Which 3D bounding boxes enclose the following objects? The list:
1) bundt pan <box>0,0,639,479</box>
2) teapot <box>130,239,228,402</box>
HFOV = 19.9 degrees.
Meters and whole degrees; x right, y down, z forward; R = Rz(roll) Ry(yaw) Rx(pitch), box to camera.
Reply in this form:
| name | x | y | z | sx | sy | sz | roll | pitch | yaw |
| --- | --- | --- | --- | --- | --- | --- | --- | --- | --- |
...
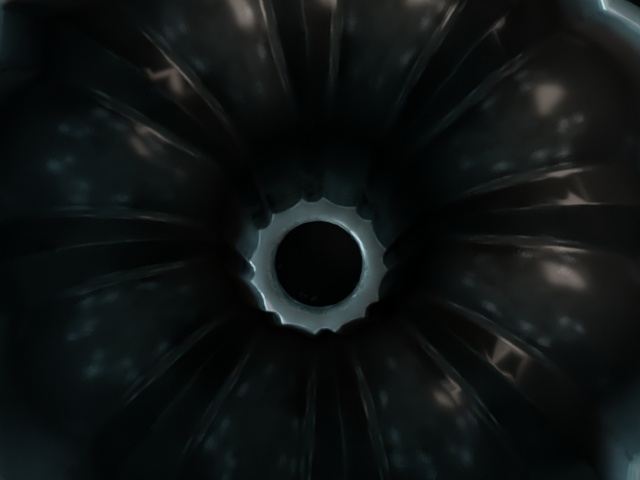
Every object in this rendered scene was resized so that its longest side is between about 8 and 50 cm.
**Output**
| name | x | y | z | sx | sy | sz | roll | pitch | yaw |
| --- | --- | --- | --- | --- | --- | --- | --- | --- | --- |
| bundt pan | 0.000 | 0.000 | 0.771 | 0.331 | 0.331 | 0.124 | 42 | -173 | -5 |
| teapot | -0.038 | 0.011 | 0.970 | 0.252 | 0.187 | 0.256 | 68 | 160 | -7 |
